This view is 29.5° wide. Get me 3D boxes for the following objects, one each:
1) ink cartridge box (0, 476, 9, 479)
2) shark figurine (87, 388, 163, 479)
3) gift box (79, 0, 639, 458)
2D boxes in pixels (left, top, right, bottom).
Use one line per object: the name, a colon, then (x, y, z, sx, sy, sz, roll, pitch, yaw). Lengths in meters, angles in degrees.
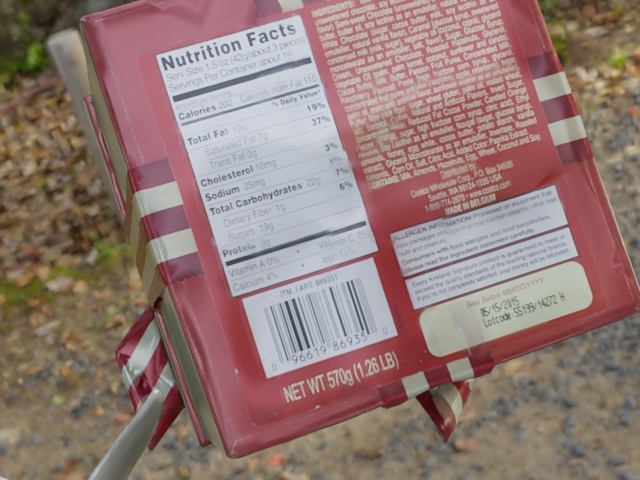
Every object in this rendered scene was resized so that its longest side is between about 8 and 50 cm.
ink cartridge box: (-0.302, 0.250, 0.768, 0.198, 0.273, 0.115, 12, 48, -9)
shark figurine: (-0.109, 0.135, 0.407, 0.116, 0.278, 0.166, 36, 93, 29)
gift box: (0.000, 0.000, 0.687, 0.255, 0.276, 0.258, -13, -3, -10)
